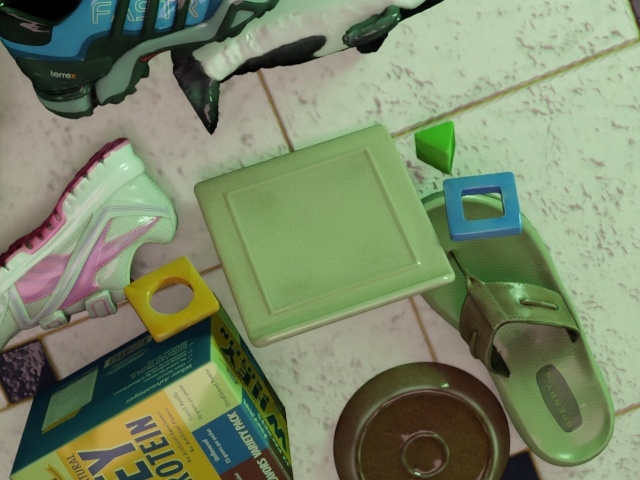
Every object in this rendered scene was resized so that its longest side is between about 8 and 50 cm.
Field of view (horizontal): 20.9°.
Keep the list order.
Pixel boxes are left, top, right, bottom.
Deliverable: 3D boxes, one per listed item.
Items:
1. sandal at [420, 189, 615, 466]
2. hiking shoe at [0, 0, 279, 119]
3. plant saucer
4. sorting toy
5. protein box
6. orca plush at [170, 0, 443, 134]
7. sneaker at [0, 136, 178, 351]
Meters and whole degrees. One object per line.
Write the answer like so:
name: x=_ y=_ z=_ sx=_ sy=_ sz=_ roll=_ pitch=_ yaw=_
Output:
sandal: x=0.182 y=0.080 z=1.574 sx=0.120 sy=0.086 sz=0.303 roll=-34 pitch=103 yaw=5
hiking shoe: x=-0.134 y=-0.223 z=1.444 sx=0.304 sy=0.113 sz=0.132 roll=-35 pitch=133 yaw=5
plant saucer: x=0.097 y=0.198 z=1.630 sx=0.168 sy=0.029 sz=0.168 roll=-1 pitch=105 yaw=-4
sorting toy: x=0.000 y=0.000 z=1.500 sx=0.348 sy=0.196 sz=0.047 roll=-18 pitch=143 yaw=-7
protein box: x=-0.143 y=0.174 z=1.519 sx=0.200 sy=0.201 sz=0.136 roll=-30 pitch=104 yaw=4
orca plush: x=0.020 y=-0.177 z=1.494 sx=0.287 sy=0.151 sz=0.102 roll=-38 pitch=135 yaw=3
sneaker: x=-0.221 y=0.034 z=1.530 sx=0.111 sy=0.103 sz=0.252 roll=42 pitch=99 yaw=-11
